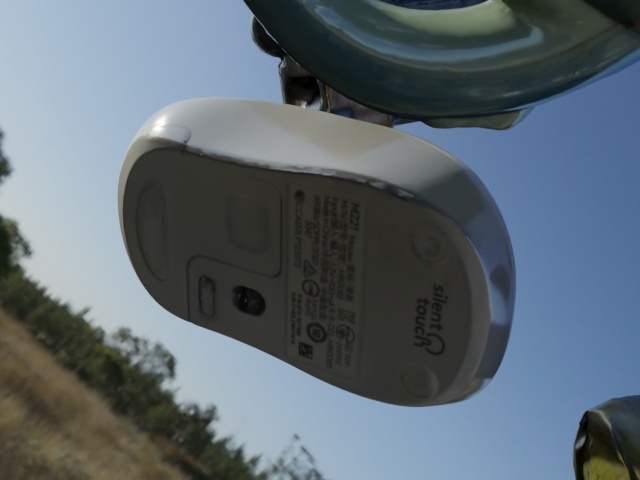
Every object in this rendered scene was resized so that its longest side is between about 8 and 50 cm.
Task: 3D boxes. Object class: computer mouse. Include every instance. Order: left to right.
[{"bbox_3d":[0.000,0.000,0.712,0.297,0.121,0.184,11,-63,26],"label":"computer mouse"}]

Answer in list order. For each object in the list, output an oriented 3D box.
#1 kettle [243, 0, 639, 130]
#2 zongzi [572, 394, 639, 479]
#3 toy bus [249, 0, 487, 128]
[{"bbox_3d":[0.083,-0.219,0.446,0.342,0.319,0.247,57,10,-16],"label":"kettle"},{"bbox_3d":[0.269,0.287,0.735,0.286,0.138,0.300,-119,-160,-46],"label":"zongzi"},{"bbox_3d":[0.036,-0.256,0.908,0.162,0.194,0.323,-157,-123,-70],"label":"toy bus"}]
